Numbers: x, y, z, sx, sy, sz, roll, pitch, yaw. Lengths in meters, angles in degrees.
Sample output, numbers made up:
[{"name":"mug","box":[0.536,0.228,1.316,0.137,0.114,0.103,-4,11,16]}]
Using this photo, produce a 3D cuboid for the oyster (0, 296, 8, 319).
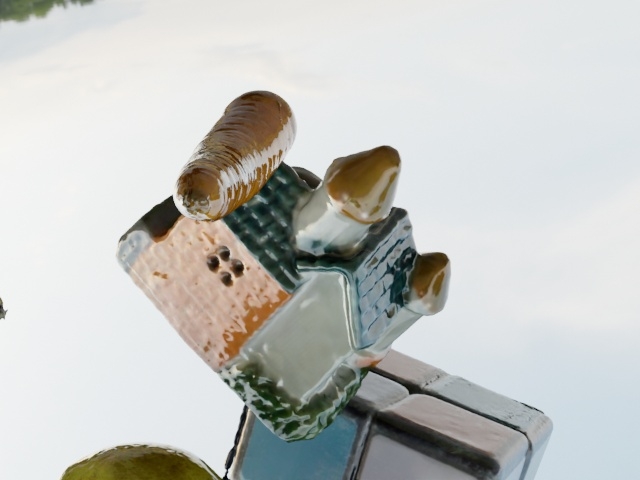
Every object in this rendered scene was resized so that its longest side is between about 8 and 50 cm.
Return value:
[{"name":"oyster","box":[-0.231,0.012,0.440,0.094,0.294,0.166,20,-123,-7]}]

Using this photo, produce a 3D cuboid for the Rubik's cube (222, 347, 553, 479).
[{"name":"Rubik's cube","box":[0.078,0.330,1.084,0.318,0.316,0.313,22,-171,23]}]

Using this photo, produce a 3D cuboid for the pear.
[{"name":"pear","box":[-0.146,0.271,0.713,0.197,0.197,0.197,-6,-156,3]}]

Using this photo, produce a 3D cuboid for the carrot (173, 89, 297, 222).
[{"name":"carrot","box":[-0.061,-0.049,0.565,0.066,0.062,0.271,-12,-160,15]}]

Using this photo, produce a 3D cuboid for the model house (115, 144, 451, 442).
[{"name":"model house","box":[0.000,0.000,0.775,0.190,0.271,0.301,-39,176,-48]}]
